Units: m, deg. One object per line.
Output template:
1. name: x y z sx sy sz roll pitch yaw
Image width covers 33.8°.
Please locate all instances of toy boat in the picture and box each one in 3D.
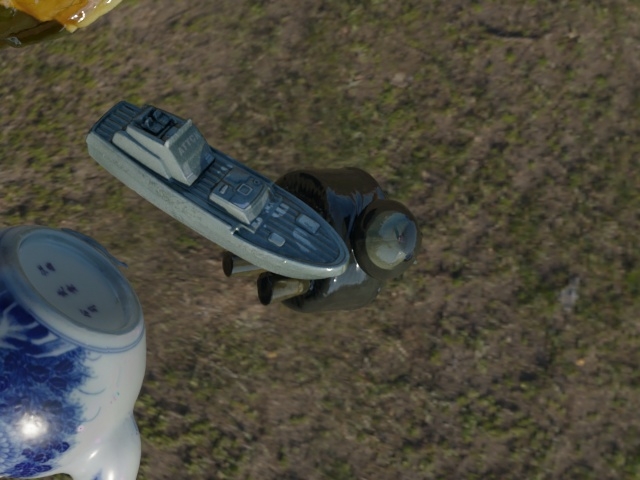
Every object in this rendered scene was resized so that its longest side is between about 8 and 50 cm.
1. toy boat: -0.087 -0.043 0.930 0.260 0.085 0.078 32 51 8

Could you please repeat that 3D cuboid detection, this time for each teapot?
1. teapot: -0.317 0.128 1.039 0.424 0.252 0.280 44 110 2

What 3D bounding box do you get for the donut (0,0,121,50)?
1. donut: -0.381 -0.411 1.121 0.448 0.198 0.449 0 102 -1

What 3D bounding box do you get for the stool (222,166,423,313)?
1. stool: -0.001 -0.009 1.089 0.139 0.228 0.153 -2 69 -35
